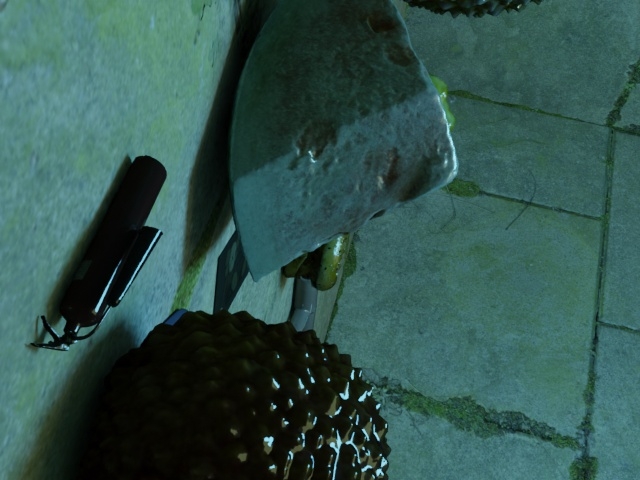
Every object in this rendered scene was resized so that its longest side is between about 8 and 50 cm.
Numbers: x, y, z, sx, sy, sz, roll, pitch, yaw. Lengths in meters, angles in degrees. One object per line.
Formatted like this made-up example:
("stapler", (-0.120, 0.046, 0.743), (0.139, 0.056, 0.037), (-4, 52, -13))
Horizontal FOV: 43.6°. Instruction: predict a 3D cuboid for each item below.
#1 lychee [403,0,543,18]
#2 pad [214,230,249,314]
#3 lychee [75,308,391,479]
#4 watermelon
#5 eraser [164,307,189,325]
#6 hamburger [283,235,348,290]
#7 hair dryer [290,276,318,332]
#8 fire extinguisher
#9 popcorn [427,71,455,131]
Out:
("lychee", (0.220, -0.534, 1.259), (0.380, 0.432, 0.380), (-36, 162, -14))
("pad", (-0.113, 0.030, 1.090), (0.190, 0.004, 0.127), (-68, 169, -58))
("lychee", (-0.070, 0.194, 0.679), (0.267, 0.267, 0.267), (13, 90, -84))
("watermelon", (0.031, -0.122, 0.898), (0.228, 0.258, 0.387), (54, 53, -79))
("eraser", (-0.160, 0.188, 0.845), (0.082, 0.036, 0.225), (-48, 151, -74))
("hamburger", (0.000, 0.000, 1.553), (0.185, 0.113, 0.177), (-70, 169, -45))
("hair dryer", (-0.063, 0.191, 1.744), (0.220, 0.054, 0.195), (-61, 163, -47))
("fire extinguisher", (-0.144, 0.011, 0.569), (0.035, 0.049, 0.173), (107, 0, -56))
("popcorn", (0.107, -0.214, 1.420), (0.247, 0.282, 0.282), (-63, 172, -9))
